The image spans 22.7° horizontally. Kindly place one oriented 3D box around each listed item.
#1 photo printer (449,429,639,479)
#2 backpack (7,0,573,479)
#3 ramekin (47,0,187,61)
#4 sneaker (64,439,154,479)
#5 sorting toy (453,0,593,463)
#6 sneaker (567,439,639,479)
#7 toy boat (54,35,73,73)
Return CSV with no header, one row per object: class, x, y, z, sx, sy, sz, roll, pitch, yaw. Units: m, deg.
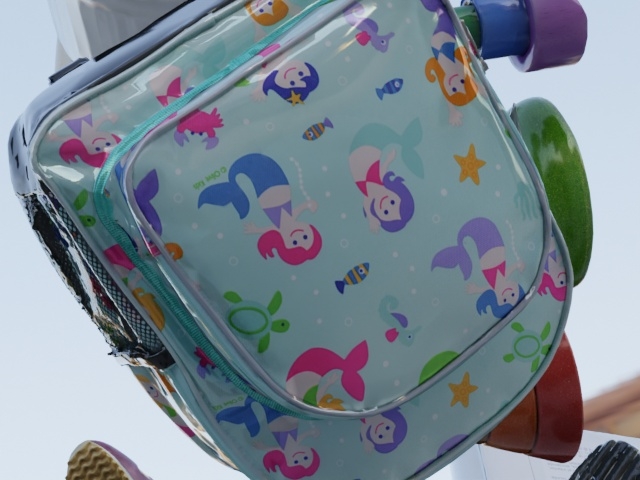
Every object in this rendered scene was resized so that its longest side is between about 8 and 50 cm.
photo printer,0.256,0.292,1.423,0.256,0.307,0.107,9,-64,-8
backpack,0.000,0.000,0.778,0.225,0.253,0.191,-34,18,-16
ramekin,-0.113,-0.244,1.383,0.277,0.277,0.135,-11,-44,-8
sneaker,-0.133,0.236,1.306,0.069,0.185,0.084,-45,-13,18
sorting toy,0.096,0.000,1.034,0.126,0.127,0.365,-11,-57,-12
sneaker,0.220,0.186,0.985,0.094,0.081,0.208,40,-14,-22
toy boat,-0.154,-0.170,1.631,0.148,0.267,0.318,7,-10,-36
